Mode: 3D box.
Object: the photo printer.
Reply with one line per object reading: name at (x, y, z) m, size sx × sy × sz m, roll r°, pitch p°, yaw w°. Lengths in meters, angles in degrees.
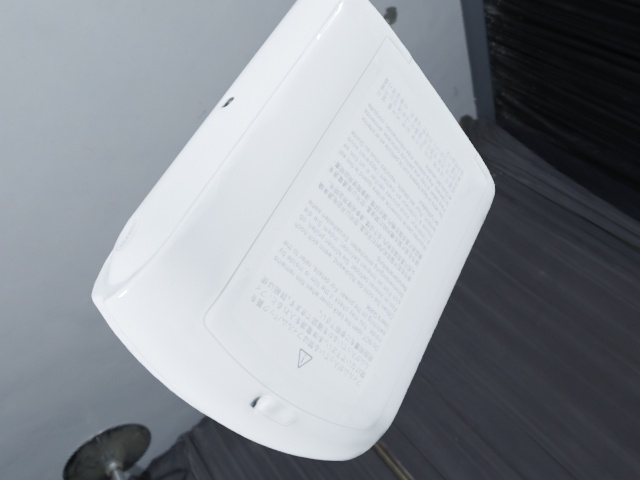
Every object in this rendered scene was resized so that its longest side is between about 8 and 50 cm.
photo printer at (0.000, 0.000, 0.427) m, size 0.256 × 0.107 × 0.308 m, roll 43°, pitch 65°, yaw -30°
